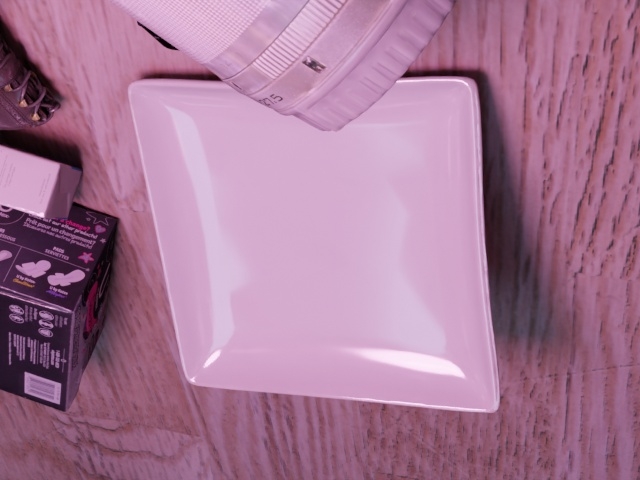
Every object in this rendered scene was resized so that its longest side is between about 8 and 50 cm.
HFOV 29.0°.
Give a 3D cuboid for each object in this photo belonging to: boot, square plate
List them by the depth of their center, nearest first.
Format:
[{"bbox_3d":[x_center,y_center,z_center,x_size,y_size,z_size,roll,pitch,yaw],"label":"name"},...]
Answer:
[{"bbox_3d":[-0.320,-0.194,1.175,0.263,0.091,0.229,-1,144,32],"label":"boot"},{"bbox_3d":[0.000,0.000,1.208,0.347,0.049,0.344,3,117,22],"label":"square plate"}]

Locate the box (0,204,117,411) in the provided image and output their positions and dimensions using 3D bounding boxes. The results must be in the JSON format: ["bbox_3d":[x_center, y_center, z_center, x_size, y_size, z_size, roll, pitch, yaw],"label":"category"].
[{"bbox_3d":[-0.340,0.068,1.456,0.163,0.142,0.247,19,145,-1],"label":"box"}]

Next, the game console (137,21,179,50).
[{"bbox_3d":[-0.095,-0.212,1.096,0.122,0.071,0.107,8,172,16],"label":"game console"}]

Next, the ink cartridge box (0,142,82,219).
[{"bbox_3d":[-0.355,-0.076,1.304,0.181,0.061,0.104,18,180,2],"label":"ink cartridge box"}]

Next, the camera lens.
[{"bbox_3d":[-0.051,-0.234,0.874,0.274,0.219,0.219,33,141,-18],"label":"camera lens"}]
